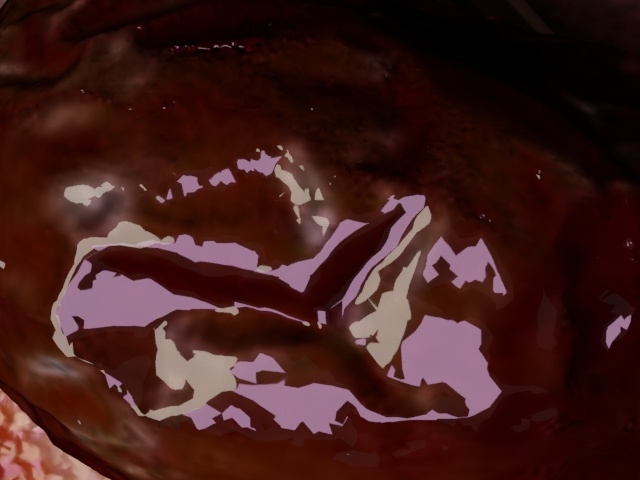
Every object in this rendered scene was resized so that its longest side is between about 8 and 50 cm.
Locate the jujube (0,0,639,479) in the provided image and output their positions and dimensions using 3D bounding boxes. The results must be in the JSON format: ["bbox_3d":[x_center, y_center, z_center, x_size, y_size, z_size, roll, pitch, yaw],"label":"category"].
[{"bbox_3d":[-0.001,0.000,0.918,0.377,0.276,0.276,4,128,14],"label":"jujube"}]

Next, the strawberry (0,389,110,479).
[{"bbox_3d":[-0.096,0.089,1.139,0.233,0.138,0.306,-37,84,17],"label":"strawberry"}]

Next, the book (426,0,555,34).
[{"bbox_3d":[0.025,-0.083,1.019,0.192,0.013,0.168,-33,112,35],"label":"book"}]
